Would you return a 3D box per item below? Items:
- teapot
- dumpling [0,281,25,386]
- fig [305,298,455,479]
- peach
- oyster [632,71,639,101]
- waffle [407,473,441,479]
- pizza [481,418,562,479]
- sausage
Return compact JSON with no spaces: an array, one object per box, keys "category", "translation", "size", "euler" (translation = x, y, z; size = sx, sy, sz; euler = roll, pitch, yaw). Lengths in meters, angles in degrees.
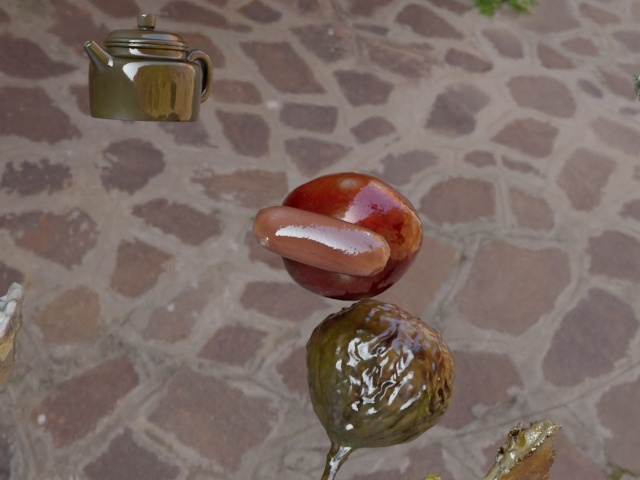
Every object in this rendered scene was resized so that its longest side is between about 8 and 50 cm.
[{"category":"teapot","translation":[-0.281,-0.288,1.450],"size":[0.186,0.175,0.268],"euler":[13,14,37]},{"category":"dumpling","translation":[-0.368,0.103,0.906],"size":[0.124,0.151,0.229],"euler":[54,12,-11]},{"category":"fig","translation":[0.082,0.304,1.546],"size":[0.286,0.286,0.368],"euler":[19,58,5]},{"category":"peach","translation":[0.051,-0.003,1.363],"size":[0.244,0.243,0.199],"euler":[10,82,-5]},{"category":"oyster","translation":[0.347,-0.111,0.843],"size":[0.098,0.037,0.100],"euler":[4,86,-15]},{"category":"waffle","translation":[0.268,0.516,1.509],"size":[0.062,0.329,0.329],"euler":[-45,61,-2]},{"category":"pizza","translation":[0.310,0.349,1.379],"size":[0.147,0.226,0.069],"euler":[-30,55,-6]},{"category":"sausage","translation":[0.000,0.000,1.186],"size":[0.194,0.077,0.077],"euler":[15,41,7]}]
